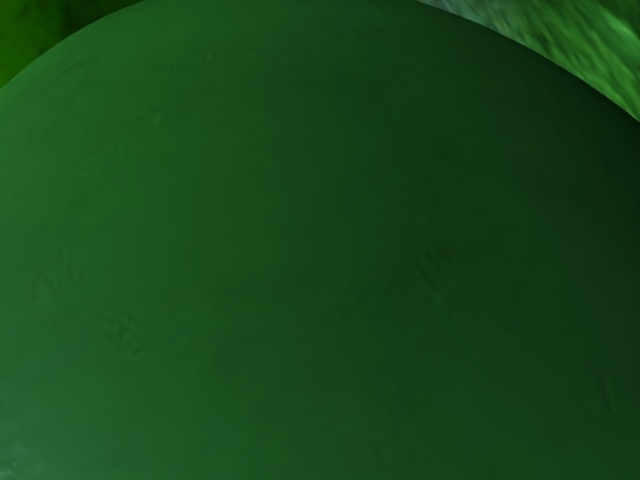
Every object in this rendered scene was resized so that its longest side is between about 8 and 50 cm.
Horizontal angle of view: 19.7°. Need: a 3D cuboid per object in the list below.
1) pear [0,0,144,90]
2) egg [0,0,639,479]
[{"bbox_3d":[-0.139,-0.149,0.769,0.255,0.238,0.164,30,170,23],"label":"pear"},{"bbox_3d":[0.027,0.100,0.535,0.276,0.276,0.389,43,166,55],"label":"egg"}]
